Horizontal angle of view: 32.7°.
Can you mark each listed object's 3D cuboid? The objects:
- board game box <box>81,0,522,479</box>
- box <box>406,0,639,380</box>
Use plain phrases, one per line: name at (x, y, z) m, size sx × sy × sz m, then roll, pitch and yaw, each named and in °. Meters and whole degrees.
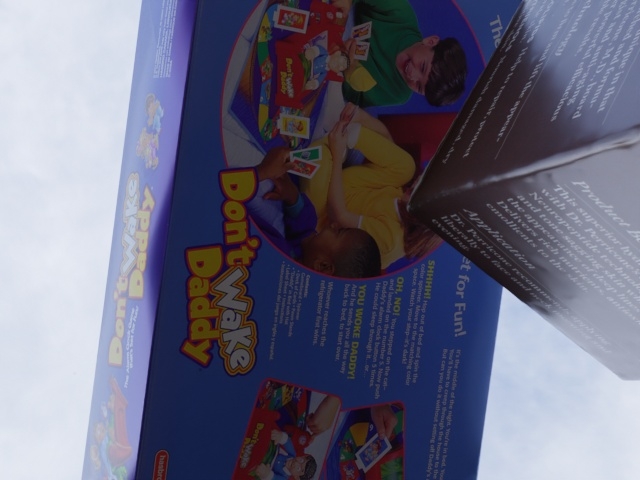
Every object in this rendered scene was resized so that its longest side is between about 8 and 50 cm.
board game box at (0.000, 0.000, 0.646) m, size 0.233 × 0.078 × 0.347 m, roll 7°, pitch -88°, yaw -32°
box at (0.183, -0.046, 0.508) m, size 0.168 × 0.203 × 0.167 m, roll 38°, pitch -111°, yaw -17°
